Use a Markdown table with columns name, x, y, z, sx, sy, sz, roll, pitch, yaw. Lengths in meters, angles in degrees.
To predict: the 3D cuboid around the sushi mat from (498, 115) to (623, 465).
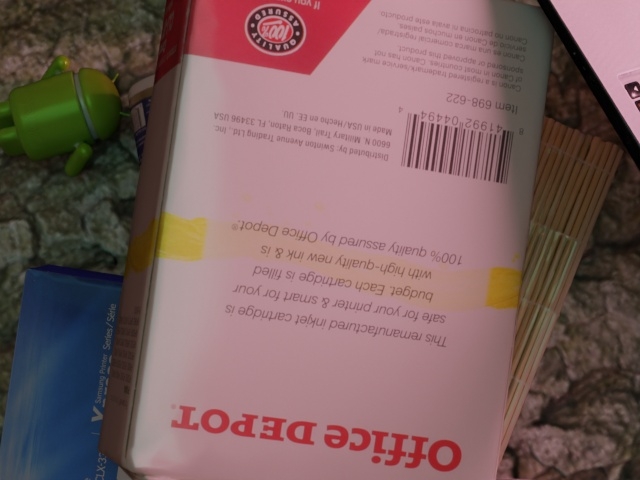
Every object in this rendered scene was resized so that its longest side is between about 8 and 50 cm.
| name | x | y | z | sx | sy | sz | roll | pitch | yaw |
| --- | --- | --- | --- | --- | --- | --- | --- | --- | --- |
| sushi mat | 0.134 | 0.035 | 1.498 | 0.151 | 0.019 | 0.316 | 22 | 82 | 5 |

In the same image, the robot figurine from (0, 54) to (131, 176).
| name | x | y | z | sx | sy | sz | roll | pitch | yaw |
| --- | --- | --- | --- | --- | --- | --- | --- | --- | --- |
| robot figurine | -0.223 | -0.109 | 1.512 | 0.115 | 0.067 | 0.101 | -18 | 69 | -1 |

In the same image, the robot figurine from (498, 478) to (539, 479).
| name | x | y | z | sx | sy | sz | roll | pitch | yaw |
| --- | --- | --- | --- | --- | --- | --- | --- | --- | --- |
| robot figurine | 0.165 | 0.325 | 1.369 | 0.173 | 0.209 | 0.278 | -20 | 79 | 35 |

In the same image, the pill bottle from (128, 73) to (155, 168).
| name | x | y | z | sx | sy | sz | roll | pitch | yaw |
| --- | --- | --- | --- | --- | --- | --- | --- | --- | --- |
| pill bottle | -0.104 | -0.055 | 1.484 | 0.094 | 0.094 | 0.169 | -11 | 81 | 1 |

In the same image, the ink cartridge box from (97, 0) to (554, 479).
| name | x | y | z | sx | sy | sz | roll | pitch | yaw |
| --- | --- | --- | --- | --- | --- | --- | --- | --- | --- |
| ink cartridge box | 0.000 | 0.000 | 1.321 | 0.279 | 0.160 | 0.385 | 10 | 86 | -14 |

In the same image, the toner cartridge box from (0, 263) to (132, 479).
| name | x | y | z | sx | sy | sz | roll | pitch | yaw |
| --- | --- | --- | --- | --- | --- | --- | --- | --- | --- |
| toner cartridge box | -0.178 | 0.203 | 1.427 | 0.165 | 0.075 | 0.348 | 8 | 91 | 5 |

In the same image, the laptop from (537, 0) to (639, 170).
| name | x | y | z | sx | sy | sz | roll | pitch | yaw |
| --- | --- | --- | --- | --- | --- | --- | --- | --- | --- |
| laptop | 0.429 | -0.117 | 1.303 | 0.236 | 0.382 | 0.408 | -39 | 77 | 41 |
